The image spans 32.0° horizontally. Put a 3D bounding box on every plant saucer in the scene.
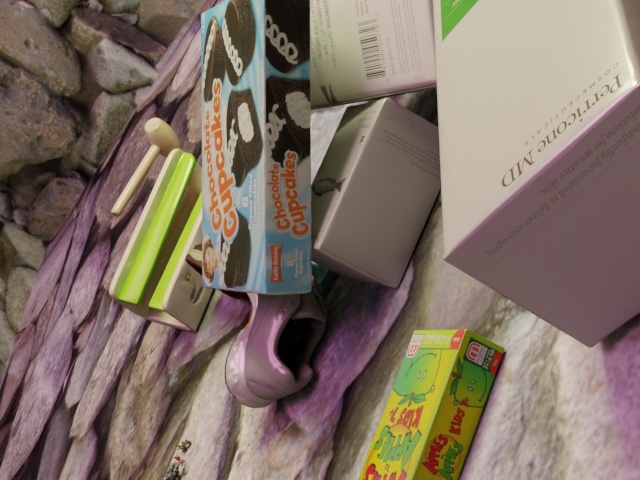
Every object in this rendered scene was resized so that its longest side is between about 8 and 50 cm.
[{"bbox_3d":[0.000,0.000,1.426,0.067,0.018,0.192,-60,19,9],"label":"plant saucer"}]

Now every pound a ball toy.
[{"bbox_3d":[-0.234,-0.027,1.826,0.208,0.136,0.319,10,70,32],"label":"pound a ball toy"}]

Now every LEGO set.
[{"bbox_3d":[-0.201,0.309,1.521,0.054,0.023,0.083,-51,23,31],"label":"LEGO set"}]

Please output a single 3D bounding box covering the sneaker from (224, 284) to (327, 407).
[{"bbox_3d":[-0.032,0.065,1.317,0.121,0.099,0.262,-18,61,48],"label":"sneaker"}]

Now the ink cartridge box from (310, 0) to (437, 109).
[{"bbox_3d":[0.053,-0.261,1.239,0.283,0.117,0.207,-2,99,49],"label":"ink cartridge box"}]

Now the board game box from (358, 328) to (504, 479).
[{"bbox_3d":[0.087,0.166,0.949,0.092,0.043,0.181,-11,54,66],"label":"board game box"}]

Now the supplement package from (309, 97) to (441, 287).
[{"bbox_3d":[0.055,-0.050,1.218,0.179,0.105,0.105,-66,22,-9],"label":"supplement package"}]

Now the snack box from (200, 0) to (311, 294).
[{"bbox_3d":[-0.074,-0.104,1.222,0.187,0.060,0.322,179,91,-64],"label":"snack box"}]

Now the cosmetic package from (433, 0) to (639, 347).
[{"bbox_3d":[0.205,-0.126,0.867,0.197,0.155,0.365,-45,25,33],"label":"cosmetic package"}]

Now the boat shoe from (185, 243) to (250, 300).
[{"bbox_3d":[-0.112,0.026,1.591,0.095,0.095,0.257,-52,24,-11],"label":"boat shoe"}]
